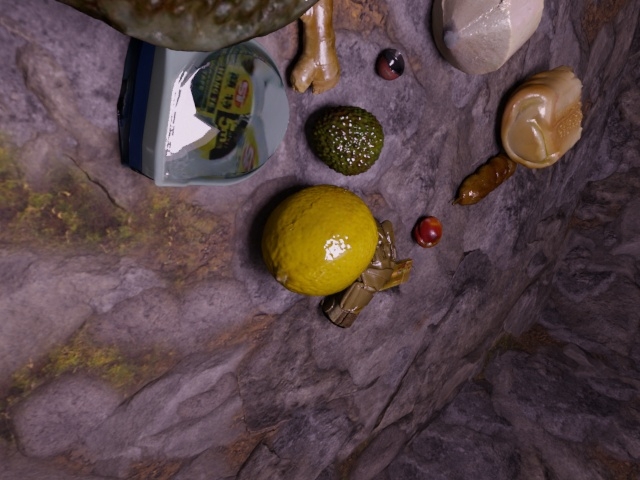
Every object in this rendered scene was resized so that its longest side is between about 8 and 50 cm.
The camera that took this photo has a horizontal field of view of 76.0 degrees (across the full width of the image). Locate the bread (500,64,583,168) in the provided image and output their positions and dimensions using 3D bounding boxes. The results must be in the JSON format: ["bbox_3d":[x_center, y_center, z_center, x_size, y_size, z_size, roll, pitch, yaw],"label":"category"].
[{"bbox_3d":[0.747,-0.412,1.433,0.270,0.211,0.315,-39,123,-14],"label":"bread"}]

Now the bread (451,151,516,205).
[{"bbox_3d":[0.594,-0.209,1.487,0.344,0.084,0.124,-35,133,-23],"label":"bread"}]

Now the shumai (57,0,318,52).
[{"bbox_3d":[-0.168,-0.429,0.427,0.396,0.348,0.395,-19,145,-14],"label":"shumai"}]

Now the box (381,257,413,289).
[{"bbox_3d":[0.253,0.114,1.394,0.156,0.022,0.088,-8,119,-41],"label":"box"}]

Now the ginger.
[{"bbox_3d":[0.000,-0.441,0.802,0.118,0.065,0.298,-16,121,-42],"label":"ginger"}]

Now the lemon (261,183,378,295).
[{"bbox_3d":[-0.001,-0.001,0.926,0.268,0.267,0.267,-23,127,-33],"label":"lemon"}]

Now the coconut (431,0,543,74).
[{"bbox_3d":[0.393,-0.542,1.001,0.244,0.239,0.239,-42,135,-21],"label":"coconut"}]

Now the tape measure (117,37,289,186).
[{"bbox_3d":[-0.185,-0.221,0.700,0.262,0.138,0.259,-2,115,-43],"label":"tape measure"}]

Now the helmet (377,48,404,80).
[{"bbox_3d":[0.164,-0.415,0.983,0.065,0.049,0.084,45,48,-16],"label":"helmet"}]

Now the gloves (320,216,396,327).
[{"bbox_3d":[0.125,0.092,1.172,0.154,0.141,0.330,25,94,-47],"label":"gloves"}]

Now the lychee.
[{"bbox_3d":[0.059,-0.226,0.914,0.171,0.171,0.171,-23,127,-33],"label":"lychee"}]

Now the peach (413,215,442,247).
[{"bbox_3d":[0.358,-0.030,1.362,0.101,0.101,0.100,-23,127,-33],"label":"peach"}]
